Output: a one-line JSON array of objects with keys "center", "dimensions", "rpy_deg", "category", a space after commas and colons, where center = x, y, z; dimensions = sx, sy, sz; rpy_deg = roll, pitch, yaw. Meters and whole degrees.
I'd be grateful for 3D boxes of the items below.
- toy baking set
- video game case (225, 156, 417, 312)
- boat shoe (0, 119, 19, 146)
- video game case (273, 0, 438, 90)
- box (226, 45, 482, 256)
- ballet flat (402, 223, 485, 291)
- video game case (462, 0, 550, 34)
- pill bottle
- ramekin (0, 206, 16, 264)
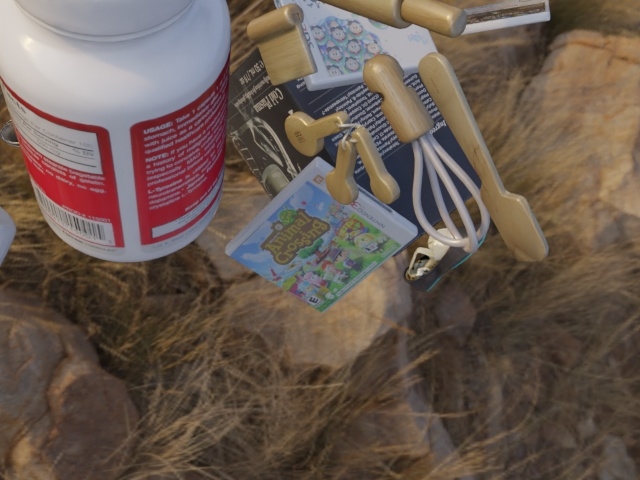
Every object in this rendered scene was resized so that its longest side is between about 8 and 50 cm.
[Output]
[{"center": [0.048, -0.088, 0.544], "dimensions": [0.030, 0.256, 0.197], "rpy_deg": [-38, 134, -27], "category": "toy baking set"}, {"center": [0.000, 0.000, 1.191], "dimensions": [0.193, 0.212, 0.023], "rpy_deg": [33, 32, -25], "category": "video game case"}, {"center": [-0.383, -0.151, 1.116], "dimensions": [0.038, 0.125, 0.046], "rpy_deg": [-58, 145, -75], "category": "boat shoe"}, {"center": [0.035, -0.233, 0.858], "dimensions": [0.157, 0.019, 0.143], "rpy_deg": [-15, 76, -25], "category": "video game case"}, {"center": [0.041, -0.225, 1.754], "dimensions": [0.297, 0.480, 0.472], "rpy_deg": [-38, 99, -18], "category": "box"}, {"center": [0.206, 0.025, 1.432], "dimensions": [0.074, 0.203, 0.074], "rpy_deg": [14, 54, -21], "category": "ballet flat"}, {"center": [0.400, -0.491, 1.779], "dimensions": [0.173, 0.190, 0.022], "rpy_deg": [-64, 145, -59], "category": "video game case"}, {"center": [-0.209, -0.164, 0.852], "dimensions": [0.229, 0.408, 0.229], "rpy_deg": [4, 60, -7], "category": "pill bottle"}, {"center": [-0.547, -0.023, 1.086], "dimensions": [0.277, 0.277, 0.135], "rpy_deg": [31, 90, -31], "category": "ramekin"}]
